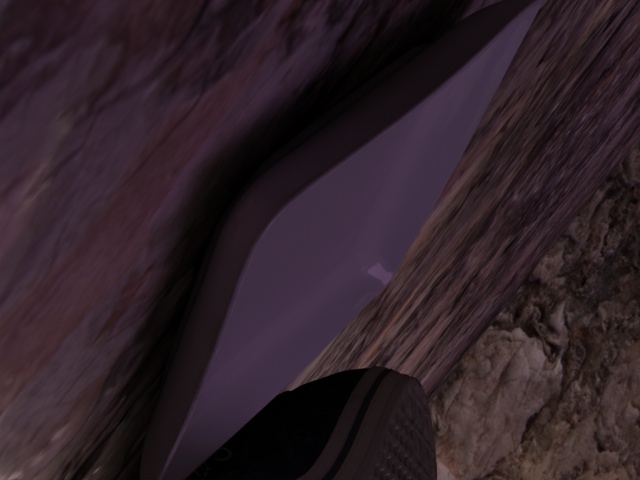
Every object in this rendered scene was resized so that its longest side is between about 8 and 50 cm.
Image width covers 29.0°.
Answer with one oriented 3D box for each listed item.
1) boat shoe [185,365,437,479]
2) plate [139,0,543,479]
[{"bbox_3d":[-0.048,0.222,0.825,0.500,0.156,0.187,-43,126,-66],"label":"boat shoe"},{"bbox_3d":[0.000,0.000,0.722,0.278,0.045,0.277,-41,165,-41],"label":"plate"}]
